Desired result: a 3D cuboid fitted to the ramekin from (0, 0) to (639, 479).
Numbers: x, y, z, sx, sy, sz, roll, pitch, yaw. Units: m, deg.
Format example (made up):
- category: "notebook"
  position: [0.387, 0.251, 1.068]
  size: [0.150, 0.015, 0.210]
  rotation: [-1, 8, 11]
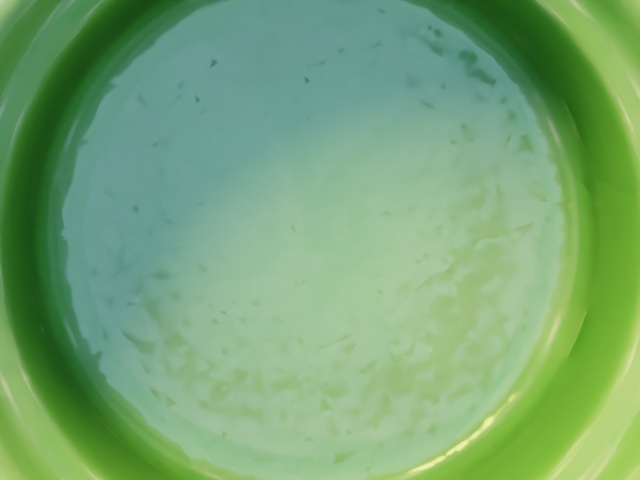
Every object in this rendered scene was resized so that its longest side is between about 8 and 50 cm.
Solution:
- category: "ramekin"
  position: [0.000, 0.000, 0.677]
  size: [0.303, 0.148, 0.303]
  rotation: [0, 93, -3]
